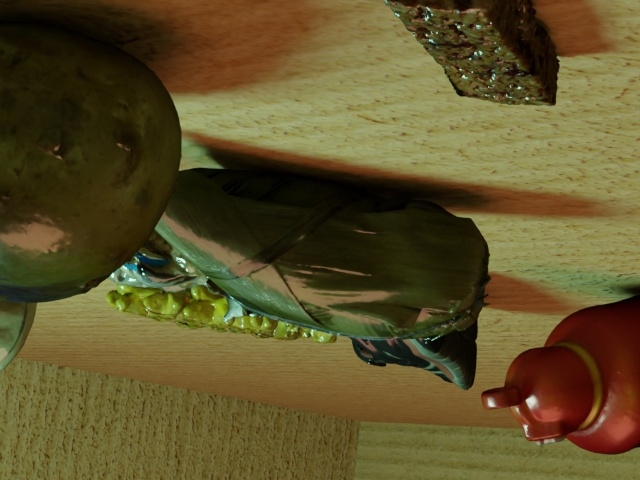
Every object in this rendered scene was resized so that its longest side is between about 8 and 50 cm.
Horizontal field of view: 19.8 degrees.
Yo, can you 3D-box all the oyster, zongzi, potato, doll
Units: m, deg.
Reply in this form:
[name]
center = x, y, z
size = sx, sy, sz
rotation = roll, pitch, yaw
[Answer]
[oyster]
center = -0.169, 0.017, 1.878
size = 0.222, 0.083, 0.214
rotation = 11, 168, 13
[zongzi]
center = 0.000, 0.000, 1.526
size = 0.250, 0.125, 0.274
rotation = 4, 165, 24
[potato]
center = -0.201, -0.047, 1.224
size = 0.210, 0.173, 0.307
rotation = 6, 168, -6
[doll]
center = 0.323, 0.141, 1.935
size = 0.363, 0.160, 0.182
rotation = -9, 178, -30

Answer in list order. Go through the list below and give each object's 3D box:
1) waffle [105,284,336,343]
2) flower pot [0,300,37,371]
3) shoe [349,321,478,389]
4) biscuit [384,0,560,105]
[waffle]
center = -0.130, 0.078, 2.275
size = 0.259, 0.069, 0.293
rotation = 7, 174, 17
[flower pot]
center = -0.408, 0.051, 1.696
size = 0.307, 0.308, 0.244
rotation = 4, -170, 19
[shoe]
center = 0.100, 0.103, 2.077
size = 0.137, 0.114, 0.291
rotation = -2, 166, 19
[biscuit]
center = 0.089, -0.113, 1.019
size = 0.064, 0.034, 0.199
rotation = 5, 171, 17
